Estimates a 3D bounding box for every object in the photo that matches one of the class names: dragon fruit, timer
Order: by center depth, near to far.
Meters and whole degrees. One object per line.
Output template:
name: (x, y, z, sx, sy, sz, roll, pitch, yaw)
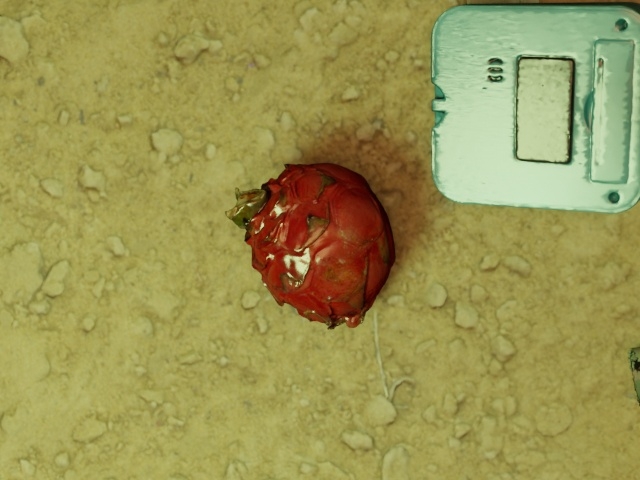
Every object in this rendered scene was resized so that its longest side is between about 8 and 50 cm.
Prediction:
timer: (0.253, -0.156, 1.392, 0.250, 0.091, 0.232, 5, 108, 18)
dragon fruit: (0.000, 0.000, 1.400, 0.172, 0.172, 0.209, -35, 119, 9)

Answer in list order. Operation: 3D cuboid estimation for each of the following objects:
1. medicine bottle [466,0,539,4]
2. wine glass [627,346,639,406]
medicine bottle: (0.209, -0.285, 1.405, 0.083, 0.047, 0.047, 1, 95, 7)
wine glass: (0.455, 0.142, 1.393, 0.195, 0.079, 0.079, -10, 93, 7)
